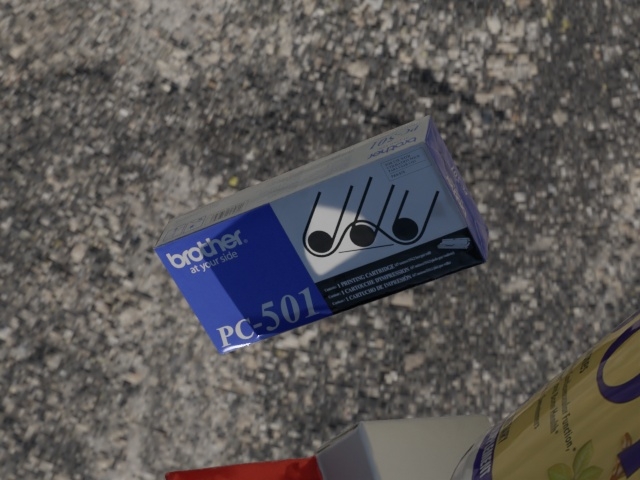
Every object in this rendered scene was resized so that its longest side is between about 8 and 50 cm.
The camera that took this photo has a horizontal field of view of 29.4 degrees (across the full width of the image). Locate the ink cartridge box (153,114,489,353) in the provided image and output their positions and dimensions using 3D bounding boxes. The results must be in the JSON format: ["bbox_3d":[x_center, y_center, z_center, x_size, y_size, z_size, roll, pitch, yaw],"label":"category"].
[{"bbox_3d":[0.000,0.000,0.831,0.207,0.046,0.097,-21,114,21],"label":"ink cartridge box"}]

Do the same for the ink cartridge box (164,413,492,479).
[{"bbox_3d":[0.056,0.268,0.812,0.261,0.296,0.066,3,148,-40],"label":"ink cartridge box"}]

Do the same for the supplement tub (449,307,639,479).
[{"bbox_3d":[0.237,0.097,0.496,0.241,0.241,0.331,36,118,-15],"label":"supplement tub"}]
